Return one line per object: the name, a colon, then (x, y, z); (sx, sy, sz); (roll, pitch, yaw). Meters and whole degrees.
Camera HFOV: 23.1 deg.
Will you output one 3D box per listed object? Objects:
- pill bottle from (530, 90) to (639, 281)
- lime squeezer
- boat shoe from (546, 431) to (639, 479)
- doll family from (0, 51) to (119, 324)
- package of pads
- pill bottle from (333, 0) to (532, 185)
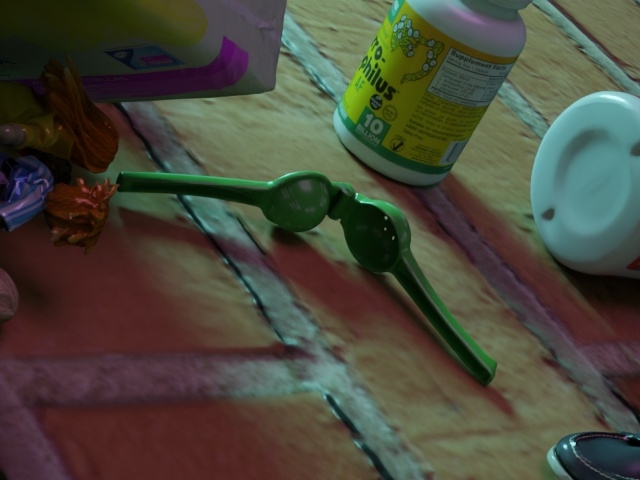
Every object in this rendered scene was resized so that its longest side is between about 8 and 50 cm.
pill bottle: (0.345, -0.036, 1.424); (0.283, 0.161, 0.161); (8, 35, -36)
lime squeezer: (0.000, 0.000, 1.176); (0.310, 0.059, 0.110); (28, 58, -6)
boat shoe: (0.253, 0.155, 1.126); (0.206, 0.065, 0.075); (11, 33, -32)
doll family: (-0.207, -0.051, 0.974); (0.163, 0.118, 0.263); (24, 28, -10)
package of pads: (-0.191, -0.178, 1.019); (0.229, 0.101, 0.296); (2, -14, 29)
pill bottle: (0.105, -0.161, 1.353); (0.117, 0.208, 0.118); (23, 29, -13)
